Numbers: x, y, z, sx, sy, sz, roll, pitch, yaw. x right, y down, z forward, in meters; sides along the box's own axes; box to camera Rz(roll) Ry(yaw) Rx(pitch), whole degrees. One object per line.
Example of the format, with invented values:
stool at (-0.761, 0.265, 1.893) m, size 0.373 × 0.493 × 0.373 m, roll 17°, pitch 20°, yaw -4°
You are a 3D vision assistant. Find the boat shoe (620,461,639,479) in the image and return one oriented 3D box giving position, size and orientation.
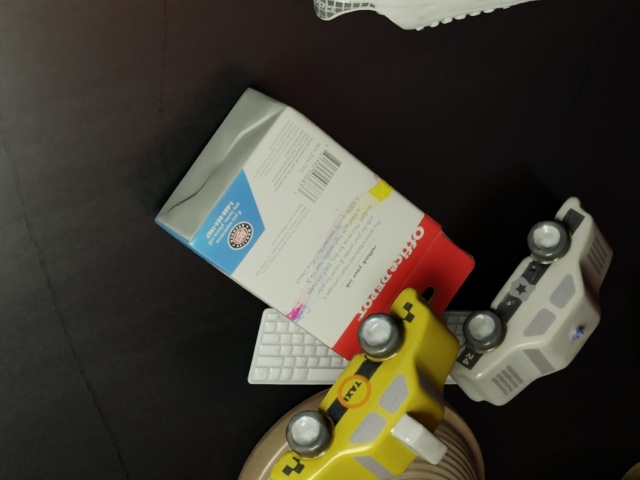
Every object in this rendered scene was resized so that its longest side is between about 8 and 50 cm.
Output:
boat shoe at (0.303, 0.270, 1.724) m, size 0.045 × 0.050 × 0.135 m, roll 2°, pitch 115°, yaw -34°

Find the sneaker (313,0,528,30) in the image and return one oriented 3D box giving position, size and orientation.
sneaker at (0.105, -0.213, 1.420) m, size 0.235 × 0.090 × 0.094 m, roll 2°, pitch 128°, yaw -25°

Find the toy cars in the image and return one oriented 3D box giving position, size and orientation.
toy cars at (0.125, 0.102, 1.462) m, size 0.394 × 0.087 × 0.176 m, roll -27°, pitch 138°, yaw -39°

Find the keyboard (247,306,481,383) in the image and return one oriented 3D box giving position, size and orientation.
keyboard at (0.062, 0.092, 1.557) m, size 0.256 × 0.014 × 0.072 m, roll 2°, pitch 110°, yaw -25°

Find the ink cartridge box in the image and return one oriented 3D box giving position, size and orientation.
ink cartridge box at (0.000, 0.000, 1.445) m, size 0.231 × 0.078 × 0.134 m, roll 38°, pitch 85°, yaw -31°

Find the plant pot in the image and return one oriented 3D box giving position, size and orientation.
plant pot at (0.049, 0.246, 1.556) m, size 0.237 × 0.110 × 0.237 m, roll -9°, pitch 116°, yaw -20°
